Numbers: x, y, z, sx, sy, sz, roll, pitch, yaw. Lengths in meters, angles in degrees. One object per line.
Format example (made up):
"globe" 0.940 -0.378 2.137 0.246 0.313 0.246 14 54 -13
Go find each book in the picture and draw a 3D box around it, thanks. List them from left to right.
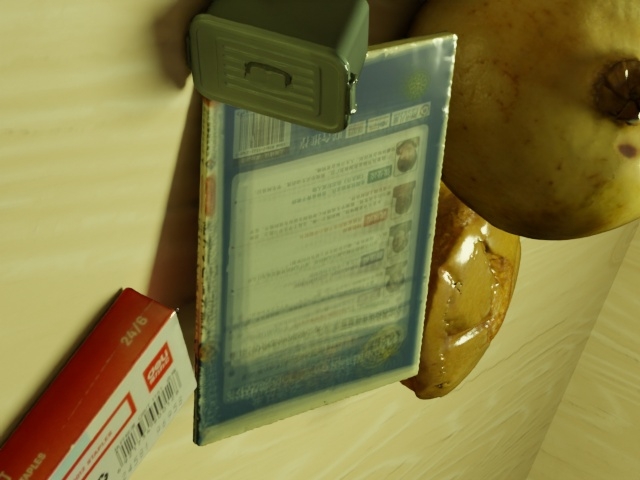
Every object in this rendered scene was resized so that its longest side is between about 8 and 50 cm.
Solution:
"book" 0.000 0.000 1.266 0.228 0.018 0.322 -14 125 -31

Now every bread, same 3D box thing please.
"bread" 0.124 0.050 1.689 0.195 0.143 0.269 -51 160 -32

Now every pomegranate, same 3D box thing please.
"pomegranate" 0.210 -0.136 1.447 0.307 0.307 0.307 -52 158 -31

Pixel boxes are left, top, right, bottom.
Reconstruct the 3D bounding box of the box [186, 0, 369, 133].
"box" -0.024 -0.133 1.096 0.084 0.122 0.069 92 19 -54

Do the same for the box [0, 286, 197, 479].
"box" -0.178 0.154 1.164 0.229 0.050 0.123 -54 157 -25
